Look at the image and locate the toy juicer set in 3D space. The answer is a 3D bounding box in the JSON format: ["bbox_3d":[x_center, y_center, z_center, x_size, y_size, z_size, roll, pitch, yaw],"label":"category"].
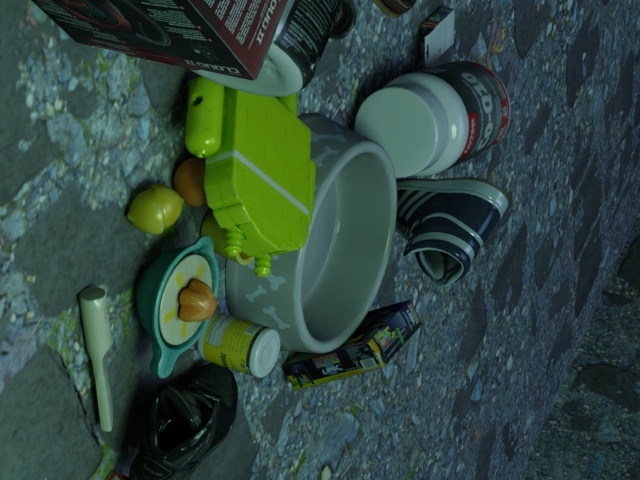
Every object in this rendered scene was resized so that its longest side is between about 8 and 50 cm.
[{"bbox_3d":[-0.172,0.045,1.468,0.329,0.090,0.209,-58,151,-31],"label":"toy juicer set"}]

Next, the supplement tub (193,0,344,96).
[{"bbox_3d":[-0.047,-0.334,1.389,0.316,0.194,0.193,-69,155,-16],"label":"supplement tub"}]

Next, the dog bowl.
[{"bbox_3d":[0.000,0.000,1.788,0.349,0.102,0.348,-42,139,-51],"label":"dog bowl"}]

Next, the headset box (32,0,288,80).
[{"bbox_3d":[-0.173,-0.258,1.141,0.110,0.218,0.293,-69,154,-13],"label":"headset box"}]

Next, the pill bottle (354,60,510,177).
[{"bbox_3d":[0.176,-0.188,1.976,0.283,0.161,0.161,-26,126,-59],"label":"pill bottle"}]

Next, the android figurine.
[{"bbox_3d":[-0.075,-0.092,1.515,0.248,0.056,0.272,37,48,-51],"label":"android figurine"}]

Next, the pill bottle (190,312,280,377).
[{"bbox_3d":[-0.115,0.127,1.599,0.065,0.116,0.065,-41,139,-50],"label":"pill bottle"}]

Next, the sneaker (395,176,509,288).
[{"bbox_3d":[0.151,-0.010,1.935,0.099,0.282,0.153,41,66,-26],"label":"sneaker"}]

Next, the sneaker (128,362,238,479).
[{"bbox_3d":[-0.152,0.206,1.555,0.227,0.087,0.130,-51,168,-51],"label":"sneaker"}]

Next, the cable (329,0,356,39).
[{"bbox_3d":[-0.037,-0.314,1.607,0.287,0.072,0.139,-23,123,-47],"label":"cable"}]

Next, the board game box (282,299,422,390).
[{"bbox_3d":[0.048,0.156,1.898,0.141,0.170,0.048,-42,108,-51],"label":"board game box"}]

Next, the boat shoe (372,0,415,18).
[{"bbox_3d":[0.066,-0.383,1.624,0.207,0.073,0.073,53,35,-19],"label":"boat shoe"}]

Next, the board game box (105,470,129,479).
[{"bbox_3d":[-0.257,0.428,1.580,0.145,0.027,0.281,-55,149,-38],"label":"board game box"}]

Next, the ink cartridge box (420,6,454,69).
[{"bbox_3d":[0.183,-0.330,2.070,0.115,0.029,0.062,-46,143,-45],"label":"ink cartridge box"}]
